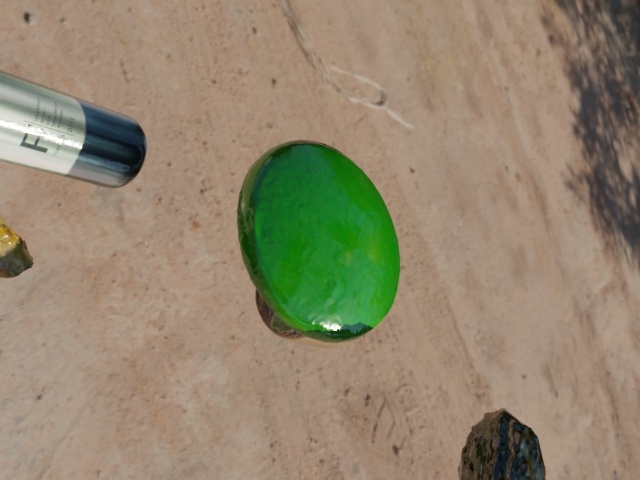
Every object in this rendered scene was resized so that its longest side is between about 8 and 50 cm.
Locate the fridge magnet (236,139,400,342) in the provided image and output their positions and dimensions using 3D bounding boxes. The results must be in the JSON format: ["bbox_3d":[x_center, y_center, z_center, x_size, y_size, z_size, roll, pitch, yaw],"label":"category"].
[{"bbox_3d":[0.000,0.000,0.691,0.208,0.088,0.207,17,63,-38],"label":"fridge magnet"}]

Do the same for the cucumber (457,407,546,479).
[{"bbox_3d":[0.134,0.280,0.551,0.096,0.096,0.359,55,39,-21],"label":"cucumber"}]

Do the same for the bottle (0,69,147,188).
[{"bbox_3d":[-0.278,-0.117,0.632,0.254,0.080,0.095,13,85,-49],"label":"bottle"}]

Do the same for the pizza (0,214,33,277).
[{"bbox_3d":[-0.352,0.039,0.451,0.409,0.114,0.277,19,72,-67],"label":"pizza"}]

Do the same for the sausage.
[{"bbox_3d":[-0.017,0.104,1.087,0.253,0.123,0.123,33,50,-70],"label":"sausage"}]
